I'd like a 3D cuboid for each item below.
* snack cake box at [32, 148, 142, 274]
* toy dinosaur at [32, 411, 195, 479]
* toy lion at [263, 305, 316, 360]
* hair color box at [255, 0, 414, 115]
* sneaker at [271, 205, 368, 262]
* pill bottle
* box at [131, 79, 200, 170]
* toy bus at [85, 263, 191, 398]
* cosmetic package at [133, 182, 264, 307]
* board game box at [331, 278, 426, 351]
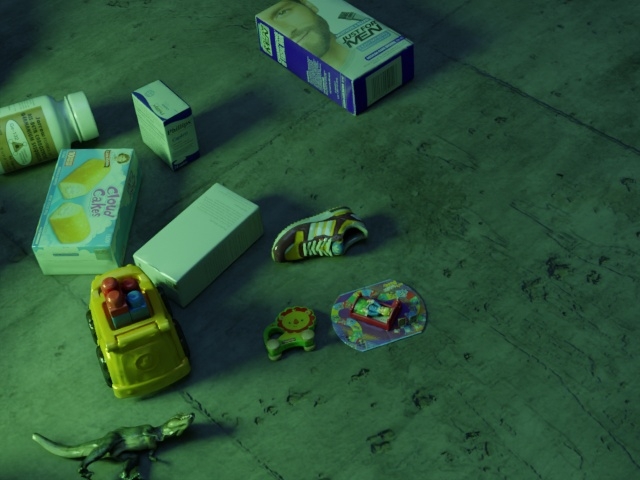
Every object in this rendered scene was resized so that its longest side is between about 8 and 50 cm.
[{"bbox_3d":[-0.447,-0.059,1.868,0.152,0.089,0.264,-2,48,4],"label":"snack cake box"},{"bbox_3d":[-0.328,0.336,1.521,0.268,0.064,0.118,-7,33,-1],"label":"toy dinosaur"},{"bbox_3d":[-0.053,0.156,1.682,0.100,0.034,0.096,-15,42,-8],"label":"toy lion"},{"bbox_3d":[0.030,-0.436,2.158,0.185,0.110,0.339,-35,53,-23],"label":"hair color box"},{"bbox_3d":[0.000,0.000,1.790,0.185,0.070,0.084,-28,46,-18],"label":"sneaker"},{"bbox_3d":[-0.589,-0.231,2.006,0.229,0.131,0.131,-19,49,-13],"label":"pill bottle"},{"bbox_3d":[-0.318,-0.239,1.986,0.072,0.137,0.126,-32,53,-23],"label":"box"},{"bbox_3d":[-0.325,0.119,1.617,0.149,0.211,0.220,-21,48,-12],"label":"toy bus"},{"bbox_3d":[-0.223,0.006,1.795,0.117,0.085,0.231,30,58,28],"label":"cosmetic package"},{"bbox_3d":[0.102,0.120,1.697,0.168,0.033,0.133,-16,49,-10],"label":"board game box"}]
